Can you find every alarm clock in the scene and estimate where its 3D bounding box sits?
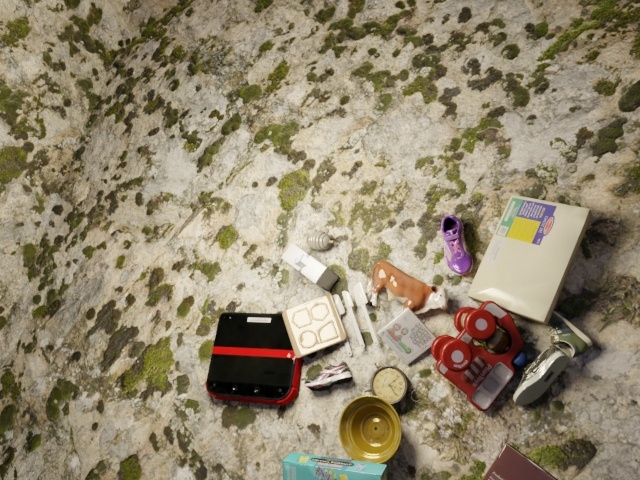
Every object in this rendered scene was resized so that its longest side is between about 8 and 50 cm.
[{"bbox_3d":[0.256,0.504,1.760,0.192,0.064,0.129,16,76,28],"label":"alarm clock"}]

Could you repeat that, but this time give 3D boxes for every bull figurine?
[{"bbox_3d":[0.303,0.197,1.840,0.310,0.101,0.188,32,86,28],"label":"bull figurine"}]

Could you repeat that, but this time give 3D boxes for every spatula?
[{"bbox_3d":[0.122,0.295,1.898,0.168,0.019,0.242,-29,67,28],"label":"spatula"}]

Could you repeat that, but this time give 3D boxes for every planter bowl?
[{"bbox_3d":[0.176,0.633,1.724,0.217,0.090,0.217,-7,70,20],"label":"planter bowl"}]

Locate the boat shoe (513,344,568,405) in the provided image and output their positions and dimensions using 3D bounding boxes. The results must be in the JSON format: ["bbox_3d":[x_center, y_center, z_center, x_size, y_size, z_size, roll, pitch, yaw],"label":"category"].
[{"bbox_3d":[0.683,0.426,1.621,0.219,0.077,0.070,-50,26,8],"label":"boat shoe"}]

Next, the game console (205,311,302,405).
[{"bbox_3d":[-0.252,0.450,1.996,0.386,0.060,0.342,-2,63,20],"label":"game console"}]

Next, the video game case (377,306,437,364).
[{"bbox_3d":[0.301,0.332,1.777,0.143,0.019,0.157,-42,94,13],"label":"video game case"}]

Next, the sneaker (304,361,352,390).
[{"bbox_3d":[0.027,0.491,1.864,0.178,0.072,0.077,-15,53,7],"label":"sneaker"}]

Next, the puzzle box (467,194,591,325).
[{"bbox_3d":[0.701,0.053,1.730,0.272,0.052,0.409,19,78,42],"label":"puzzle box"}]

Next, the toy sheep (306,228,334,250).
[{"bbox_3d":[0.000,0.000,2.049,0.132,0.091,0.091,-1,68,41],"label":"toy sheep"}]

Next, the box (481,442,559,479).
[{"bbox_3d":[0.523,0.807,1.494,0.191,0.143,0.381,34,86,29],"label":"box"}]

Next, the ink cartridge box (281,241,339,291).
[{"bbox_3d":[-0.040,0.103,1.991,0.190,0.139,0.082,33,86,29],"label":"ink cartridge box"}]

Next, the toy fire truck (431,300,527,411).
[{"bbox_3d":[0.525,0.363,1.672,0.254,0.169,0.302,40,86,3],"label":"toy fire truck"}]

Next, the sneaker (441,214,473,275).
[{"bbox_3d":[0.480,0.008,1.843,0.095,0.104,0.237,-14,66,15],"label":"sneaker"}]

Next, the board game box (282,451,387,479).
[{"bbox_3d":[0.047,0.841,1.657,0.335,0.079,0.254,-1,91,21],"label":"board game box"}]

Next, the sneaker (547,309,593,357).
[{"bbox_3d":[0.759,0.293,1.640,0.086,0.064,0.192,-45,62,-3],"label":"sneaker"}]

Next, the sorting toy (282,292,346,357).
[{"bbox_3d":[-0.024,0.320,1.934,0.208,0.038,0.193,-23,64,4],"label":"sorting toy"}]
